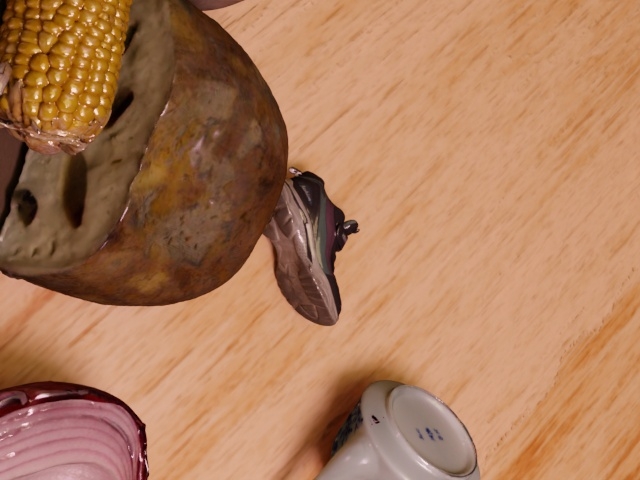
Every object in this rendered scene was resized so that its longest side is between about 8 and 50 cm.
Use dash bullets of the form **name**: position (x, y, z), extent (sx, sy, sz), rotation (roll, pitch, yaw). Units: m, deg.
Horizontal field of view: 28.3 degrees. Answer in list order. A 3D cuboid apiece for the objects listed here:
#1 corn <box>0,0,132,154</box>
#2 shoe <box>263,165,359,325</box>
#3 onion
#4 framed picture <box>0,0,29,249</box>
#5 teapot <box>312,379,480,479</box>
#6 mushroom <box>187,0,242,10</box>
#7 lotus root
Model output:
- **corn**: position (-0.190, -0.211, 0.986), extent (0.106, 0.106, 0.293), rotation (18, 76, -35)
- **shoe**: position (0.000, 0.000, 1.298), extent (0.099, 0.071, 0.169), rotation (-29, 105, -34)
- **onion**: position (-0.284, 0.212, 1.055), extent (0.283, 0.120, 0.227), rotation (10, 98, -47)
- **framed picture**: position (-0.245, -0.099, 1.049), extent (0.293, 0.018, 0.231), rotation (30, 70, -71)
- **teapot**: position (0.076, 0.241, 1.330), extent (0.232, 0.159, 0.159), rotation (11, 86, -46)
- **mushroom**: position (-0.117, -0.319, 1.140), extent (0.226, 0.178, 0.227), rotation (-2, 116, -4)
- **lotus root**: position (-0.120, -0.054, 1.113), extent (0.260, 0.149, 0.267), rotation (33, 71, -56)
